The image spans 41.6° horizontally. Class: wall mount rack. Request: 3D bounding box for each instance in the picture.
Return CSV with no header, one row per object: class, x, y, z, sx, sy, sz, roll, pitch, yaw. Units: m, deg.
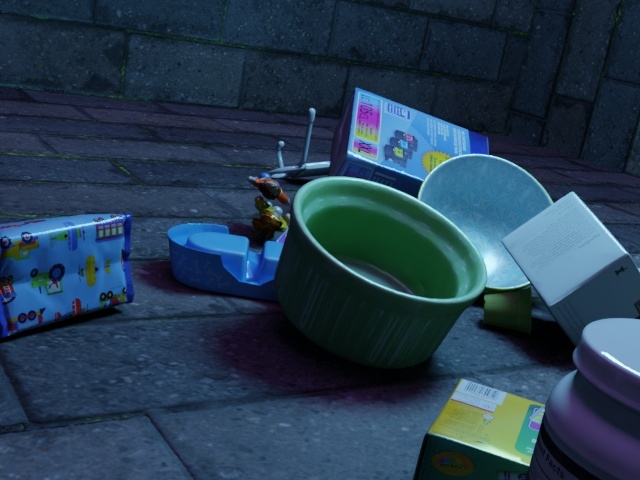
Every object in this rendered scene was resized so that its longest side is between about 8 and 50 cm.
wall mount rack,0.029,-0.255,2.241,0.350,0.130,0.304,-9,-5,-22

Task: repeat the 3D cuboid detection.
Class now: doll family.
doll family,-0.047,-0.031,1.700,0.263,0.118,0.163,27,7,-10

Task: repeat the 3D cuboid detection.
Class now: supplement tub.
supplement tub,0.258,0.219,0.674,0.191,0.272,0.191,10,16,-3

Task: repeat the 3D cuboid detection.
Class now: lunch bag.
lunch bag,-0.449,0.022,1.207,0.293,0.138,0.221,10,15,36

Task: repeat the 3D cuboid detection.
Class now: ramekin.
ramekin,0.078,0.049,1.251,0.304,0.148,0.303,18,30,-11

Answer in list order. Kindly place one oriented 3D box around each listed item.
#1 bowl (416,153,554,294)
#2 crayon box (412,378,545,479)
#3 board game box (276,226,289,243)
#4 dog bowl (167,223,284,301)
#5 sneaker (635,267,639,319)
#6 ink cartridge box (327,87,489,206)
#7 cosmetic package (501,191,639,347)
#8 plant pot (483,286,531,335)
bowl,0.305,-0.008,1.658,0.290,0.289,0.156,8,-27,-9
crayon box,0.256,0.252,0.909,0.279,0.081,0.165,16,17,18
board game box,0.000,0.000,1.570,0.133,0.033,0.168,32,42,9
dog bowl,-0.113,0.041,1.423,0.297,0.074,0.166,9,16,-5
sneaker,0.533,0.095,1.586,0.131,0.111,0.296,21,18,34
ink cartridge box,0.224,-0.149,1.859,0.396,0.151,0.270,20,41,-10
cosmetic package,0.431,0.052,1.416,0.151,0.151,0.183,46,13,-38
plant pot,0.319,0.119,1.442,0.079,0.083,0.083,2,14,11
